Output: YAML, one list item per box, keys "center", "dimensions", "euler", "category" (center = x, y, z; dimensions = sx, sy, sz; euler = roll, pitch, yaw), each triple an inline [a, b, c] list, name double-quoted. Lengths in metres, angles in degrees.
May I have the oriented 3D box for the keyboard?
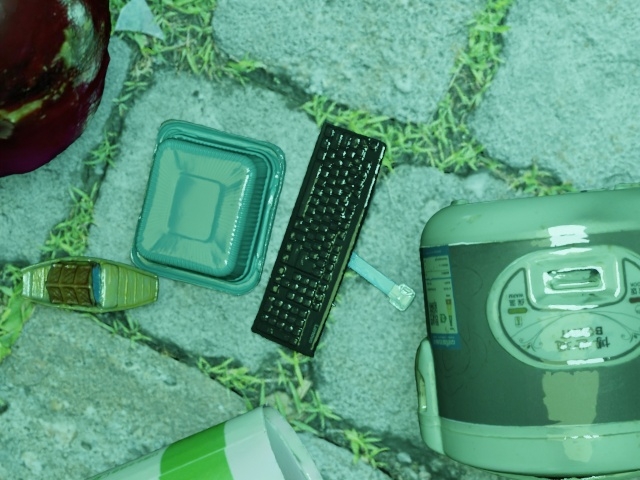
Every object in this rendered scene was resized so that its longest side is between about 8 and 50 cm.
- center: [0.000, 0.000, 1.205]
  dimensions: [0.087, 0.017, 0.250]
  euler: [22, 96, 21]
  category: "keyboard"

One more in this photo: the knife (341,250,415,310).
- center: [0.061, 0.040, 1.200]
  dimensions: [0.096, 0.010, 0.027]
  euler: [36, 99, 12]
  category: "knife"

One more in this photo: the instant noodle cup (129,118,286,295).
- center: [-0.131, -0.037, 1.214]
  dimensions: [0.157, 0.070, 0.179]
  euler: [14, 93, 11]
  category: "instant noodle cup"

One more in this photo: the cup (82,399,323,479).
- center: [-0.129, 0.313, 1.139]
  dimensions: [0.274, 0.253, 0.253]
  euler: [-30, 85, 6]
  category: "cup"

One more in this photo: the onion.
- center: [-0.357, -0.291, 1.166]
  dimensions: [0.398, 0.398, 0.420]
  euler: [32, 55, 11]
  category: "onion"

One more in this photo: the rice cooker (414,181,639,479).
- center: [0.230, 0.089, 1.027]
  dimensions: [0.288, 0.288, 0.277]
  euler: [-4, 90, 13]
  category: "rice cooker"

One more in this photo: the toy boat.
- center: [-0.260, 0.050, 1.246]
  dimensions: [0.172, 0.066, 0.065]
  euler: [2, 89, 13]
  category: "toy boat"
